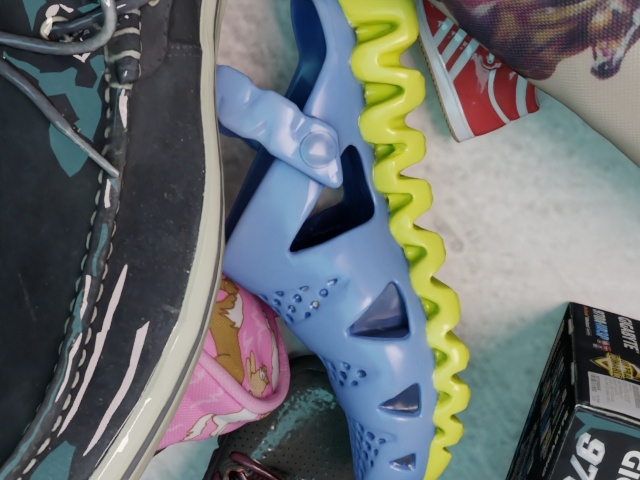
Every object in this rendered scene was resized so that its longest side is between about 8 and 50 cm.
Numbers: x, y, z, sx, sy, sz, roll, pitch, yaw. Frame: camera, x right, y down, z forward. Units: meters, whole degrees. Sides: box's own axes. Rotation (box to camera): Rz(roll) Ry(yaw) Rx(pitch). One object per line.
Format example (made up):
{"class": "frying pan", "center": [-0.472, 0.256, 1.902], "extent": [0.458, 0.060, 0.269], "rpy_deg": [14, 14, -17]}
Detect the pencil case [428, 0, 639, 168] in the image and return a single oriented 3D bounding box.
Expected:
{"class": "pencil case", "center": [0.226, -0.097, 0.496], "extent": [0.410, 0.183, 0.160], "rpy_deg": [36, 144, -2]}

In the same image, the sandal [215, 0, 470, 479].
{"class": "sandal", "center": [0.000, 0.000, 0.582], "extent": [0.138, 0.126, 0.317], "rpy_deg": [-12, 93, -12]}

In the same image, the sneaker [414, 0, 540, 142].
{"class": "sneaker", "center": [0.093, -0.122, 0.587], "extent": [0.067, 0.042, 0.118], "rpy_deg": [-16, 107, 20]}

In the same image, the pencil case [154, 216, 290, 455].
{"class": "pencil case", "center": [-0.204, 0.115, 0.646], "extent": [0.386, 0.167, 0.160], "rpy_deg": [-29, 117, 17]}

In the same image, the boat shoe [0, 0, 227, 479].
{"class": "boat shoe", "center": [-0.136, -0.096, 0.485], "extent": [0.187, 0.156, 0.499], "rpy_deg": [3, 78, 34]}

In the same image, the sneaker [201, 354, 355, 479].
{"class": "sneaker", "center": [-0.061, 0.214, 0.641], "extent": [0.106, 0.162, 0.281], "rpy_deg": [32, 108, 3]}

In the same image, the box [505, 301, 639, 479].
{"class": "box", "center": [0.135, 0.164, 0.579], "extent": [0.051, 0.175, 0.220], "rpy_deg": [18, 106, 9]}
